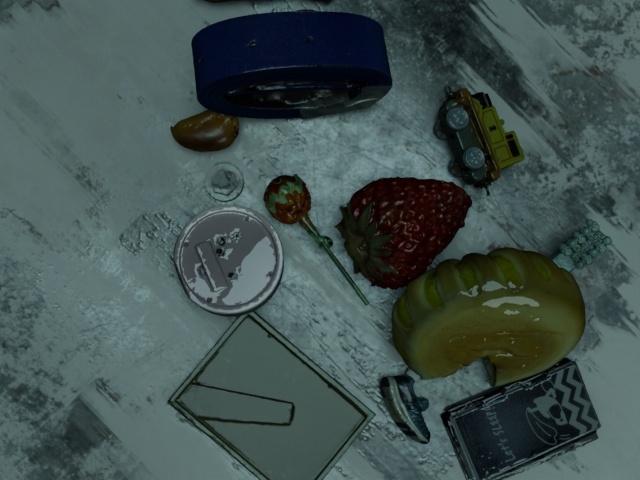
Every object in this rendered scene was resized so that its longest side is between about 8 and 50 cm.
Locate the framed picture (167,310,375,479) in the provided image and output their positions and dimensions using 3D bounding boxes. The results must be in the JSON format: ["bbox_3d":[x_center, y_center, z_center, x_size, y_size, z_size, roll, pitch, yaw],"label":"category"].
[{"bbox_3d":[-0.089,0.307,1.573,0.315,0.024,0.232,41,85,-1],"label":"framed picture"}]

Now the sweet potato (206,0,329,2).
[{"bbox_3d":[-0.104,-0.482,1.608,0.273,0.075,0.075,-3,86,-8],"label":"sweet potato"}]

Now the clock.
[{"bbox_3d":[-0.164,0.037,1.554,0.196,0.068,0.197,0,80,-1],"label":"clock"}]

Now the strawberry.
[{"bbox_3d":[0.167,-0.028,1.540,0.244,0.205,0.205,-21,87,-25],"label":"strawberry"}]

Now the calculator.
[{"bbox_3d":[0.376,0.340,1.595,0.274,0.028,0.166,-22,91,-3],"label":"calculator"}]

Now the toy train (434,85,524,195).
[{"bbox_3d":[0.294,-0.193,1.601,0.127,0.089,0.220,-20,87,-15],"label":"toy train"}]

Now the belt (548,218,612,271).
[{"bbox_3d":[0.445,0.044,1.586,0.179,0.100,0.065,-42,85,-3],"label":"belt"}]

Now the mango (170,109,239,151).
[{"bbox_3d":[-0.211,-0.201,1.582,0.127,0.063,0.077,-9,91,1],"label":"mango"}]

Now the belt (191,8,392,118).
[{"bbox_3d":[-0.049,-0.302,1.514,0.346,0.212,0.117,-5,73,-13],"label":"belt"}]

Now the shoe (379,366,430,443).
[{"bbox_3d":[0.165,0.304,1.571,0.071,0.064,0.143,-26,89,-16],"label":"shoe"}]

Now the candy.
[{"bbox_3d":[0.001,-0.001,1.553,0.078,0.084,0.288,-29,76,-42],"label":"candy"}]

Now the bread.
[{"bbox_3d":[0.291,0.122,1.493,0.332,0.333,0.160,-2,48,-3],"label":"bread"}]
